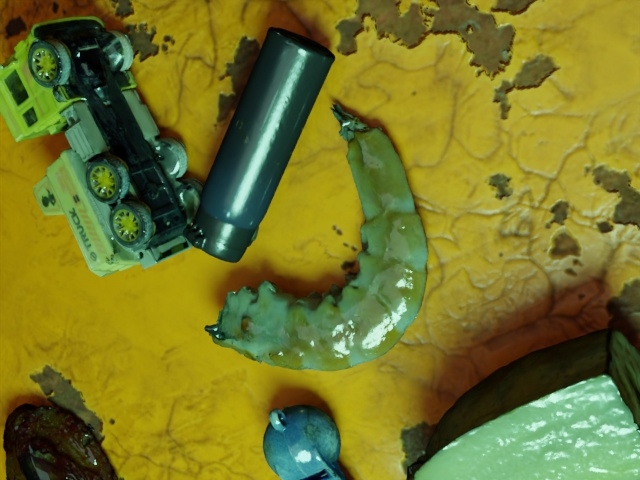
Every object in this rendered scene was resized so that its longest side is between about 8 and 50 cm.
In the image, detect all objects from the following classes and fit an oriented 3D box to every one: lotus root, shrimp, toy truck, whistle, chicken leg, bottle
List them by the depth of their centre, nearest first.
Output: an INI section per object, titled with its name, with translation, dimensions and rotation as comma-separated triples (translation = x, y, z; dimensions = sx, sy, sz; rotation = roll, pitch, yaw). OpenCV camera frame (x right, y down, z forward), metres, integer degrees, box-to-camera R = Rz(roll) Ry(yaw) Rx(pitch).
[lotus root]
translation = 0.213, 0.233, 0.909
dimensions = 0.260, 0.149, 0.267
rotation = -27, 106, 27
[shrimp]
translation = 0.019, 0.028, 0.987
dimensions = 0.185, 0.068, 0.287
rotation = 31, 107, 12
[bottle]
translation = -0.064, -0.093, 0.996
dimensions = 0.072, 0.082, 0.244
rotation = 39, 111, 39
[whistle]
translation = -0.010, 0.227, 1.036
dimensions = 0.090, 0.090, 0.158
rotation = -20, 130, 23
[toy truck]
translation = -0.246, -0.090, 1.045
dimensions = 0.157, 0.124, 0.272
rotation = -25, 93, 34
[chicken leg]
translation = -0.301, 0.350, 1.171
dimensions = 0.177, 0.083, 0.322
rotation = -36, 83, 32
